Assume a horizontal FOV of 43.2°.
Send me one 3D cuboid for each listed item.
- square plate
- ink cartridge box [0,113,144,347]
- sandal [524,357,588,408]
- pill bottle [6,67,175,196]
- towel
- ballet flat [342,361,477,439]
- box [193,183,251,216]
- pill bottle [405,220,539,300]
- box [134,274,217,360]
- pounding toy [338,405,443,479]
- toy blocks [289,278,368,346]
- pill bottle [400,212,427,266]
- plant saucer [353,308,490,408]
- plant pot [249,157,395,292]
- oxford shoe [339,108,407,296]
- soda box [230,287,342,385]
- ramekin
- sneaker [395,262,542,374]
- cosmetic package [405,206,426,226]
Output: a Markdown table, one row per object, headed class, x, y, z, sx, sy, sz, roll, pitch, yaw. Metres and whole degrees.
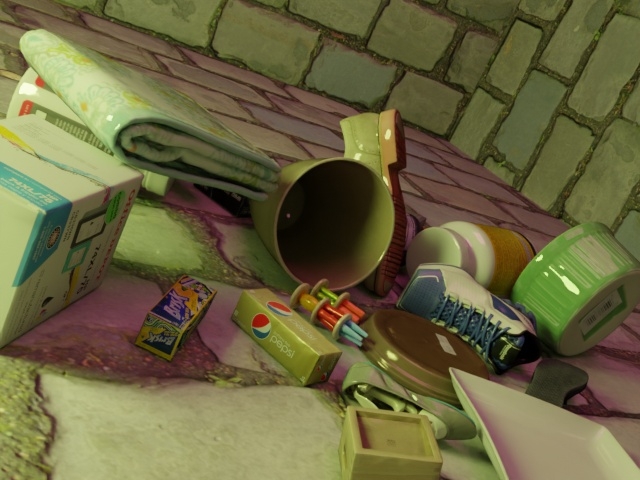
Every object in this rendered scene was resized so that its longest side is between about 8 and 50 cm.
| class | x | y | z | sx | sy | sz | roll | pitch | yaw |
| --- | --- | --- | --- | --- | --- | --- | --- | --- | --- |
| square plate | 0.379 | 0.356 | 1.257 | 0.344 | 0.049 | 0.347 | 22 | 18 | -17 |
| ink cartridge box | -0.399 | -0.026 | 1.057 | 0.197 | 0.198 | 0.270 | 27 | 18 | 5 |
| sandal | 0.439 | 0.291 | 1.552 | 0.097 | 0.054 | 0.254 | 27 | 26 | 27 |
| pill bottle | -0.423 | -0.208 | 1.569 | 0.319 | 0.176 | 0.176 | 24 | 18 | -4 |
| towel | -0.269 | -0.194 | 1.324 | 0.320 | 0.090 | 0.374 | 38 | 11 | 35 |
| ballet flat | 0.128 | 0.258 | 1.213 | 0.213 | 0.072 | 0.068 | 28 | 45 | 10 |
| box | -0.168 | -0.121 | 1.826 | 0.147 | 0.077 | 0.180 | 36 | 21 | 28 |
| pill bottle | 0.347 | 0.054 | 1.840 | 0.334 | 0.187 | 0.188 | 7 | 25 | -48 |
| box | -0.207 | 0.108 | 1.173 | 0.059 | 0.054 | 0.169 | 26 | 17 | 1 |
| pounding toy | 0.092 | 0.284 | 1.050 | 0.130 | 0.100 | 0.141 | 8 | 18 | -6 |
| toy blocks | 0.034 | 0.131 | 1.432 | 0.148 | 0.054 | 0.123 | 34 | 20 | 24 |
| pill bottle | 0.143 | -0.013 | 1.859 | 0.246 | 0.130 | 0.130 | 16 | 20 | -29 |
| plant saucer | 0.191 | 0.204 | 1.466 | 0.278 | 0.041 | 0.278 | 23 | 17 | -8 |
| plant pot | -0.031 | -0.055 | 1.618 | 0.257 | 0.256 | 0.274 | 15 | 5 | -29 |
| oxford shoe | 0.102 | -0.078 | 1.717 | 0.147 | 0.396 | 0.140 | -1 | -12 | 17 |
| soda box | -0.055 | 0.147 | 1.262 | 0.181 | 0.058 | 0.061 | 36 | 21 | 32 |
| ramekin | 0.590 | 0.120 | 1.833 | 0.303 | 0.303 | 0.148 | 7 | 33 | -44 |
| sneaker | 0.321 | 0.162 | 1.612 | 0.316 | 0.127 | 0.182 | 23 | 16 | -12 |
| cosmetic package | 0.135 | -0.062 | 2.032 | 0.238 | 0.107 | 0.127 | 26 | 15 | 10 |
